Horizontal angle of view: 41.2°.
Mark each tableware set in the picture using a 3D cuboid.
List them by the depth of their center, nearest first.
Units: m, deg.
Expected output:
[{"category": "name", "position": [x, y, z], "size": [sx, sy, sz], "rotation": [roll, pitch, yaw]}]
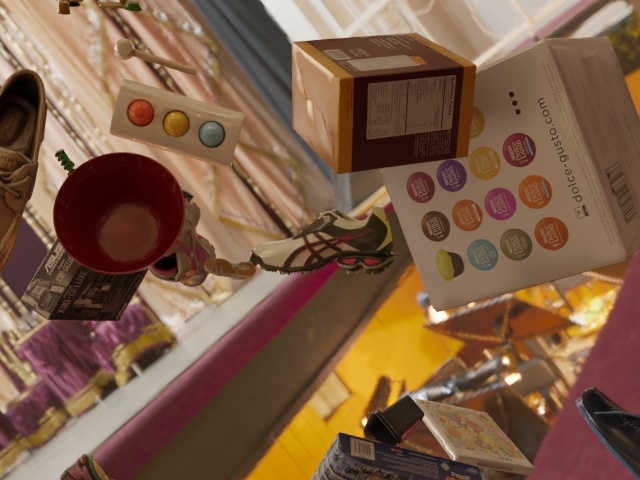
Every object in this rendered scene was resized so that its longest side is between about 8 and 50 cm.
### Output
[{"category": "tableware set", "position": [-0.404, -0.422, 1.529], "size": [0.154, 0.104, 0.024], "rotation": [-16, -54, -41]}]

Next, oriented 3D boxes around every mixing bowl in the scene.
[{"category": "mixing bowl", "position": [-0.281, -0.025, 1.223], "size": [0.181, 0.181, 0.098], "rotation": [-39, -12, -15]}]

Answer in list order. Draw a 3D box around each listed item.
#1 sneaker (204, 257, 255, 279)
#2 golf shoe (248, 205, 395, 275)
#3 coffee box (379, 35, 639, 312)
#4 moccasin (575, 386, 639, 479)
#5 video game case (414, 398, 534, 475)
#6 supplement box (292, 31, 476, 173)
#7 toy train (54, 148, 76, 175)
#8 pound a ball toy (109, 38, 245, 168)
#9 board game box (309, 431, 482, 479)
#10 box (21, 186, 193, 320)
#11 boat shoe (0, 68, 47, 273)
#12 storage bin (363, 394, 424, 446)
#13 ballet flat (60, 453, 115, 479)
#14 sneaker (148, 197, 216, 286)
[{"category": "sneaker", "position": [-0.148, 0.051, 1.379], "size": [0.037, 0.083, 0.032], "rotation": [114, 163, -61]}, {"category": "golf shoe", "position": [0.000, 0.000, 1.559], "size": [0.272, 0.120, 0.105], "rotation": [-3, 10, 13]}, {"category": "coffee box", "position": [0.334, -0.116, 1.414], "size": [0.334, 0.338, 0.338], "rotation": [-20, 2, 35]}, {"category": "moccasin", "position": [0.582, 0.359, 1.428], "size": [0.117, 0.342, 0.137], "rotation": [-52, -38, 12]}, {"category": "video game case", "position": [0.339, 0.438, 1.908], "size": [0.026, 0.206, 0.227], "rotation": [-68, 25, 14]}, {"category": "supplement box", "position": [0.080, -0.195, 1.170], "size": [0.194, 0.129, 0.191], "rotation": [-9, 29, -18]}, {"category": "toy train", "position": [-0.517, -0.155, 1.747], "size": [0.017, 0.083, 0.024], "rotation": [10, 53, 27]}, {"category": "pound a ball toy", "position": [-0.323, -0.299, 1.861], "size": [0.136, 0.319, 0.208], "rotation": [-114, 41, -82]}, {"category": "board game box", "position": [0.077, 0.346, 1.081], "size": [0.060, 0.194, 0.194], "rotation": [-91, 21, -55]}, {"category": "box", "position": [-0.396, 0.009, 1.619], "size": [0.308, 0.076, 0.242], "rotation": [-58, -18, 5]}, {"category": "boat shoe", "position": [-0.401, -0.080, 1.041], "size": [0.098, 0.109, 0.302], "rotation": [-38, 38, 47]}, {"category": "storage bin", "position": [0.150, 0.373, 1.744], "size": [0.091, 0.098, 0.135], "rotation": [-32, -24, -25]}, {"category": "ballet flat", "position": [-0.416, 0.478, 1.599], "size": [0.079, 0.222, 0.077], "rotation": [-25, 42, 1]}, {"category": "sneaker", "position": [-0.255, 0.023, 1.460], "size": [0.252, 0.102, 0.111], "rotation": [80, -150, -59]}]
